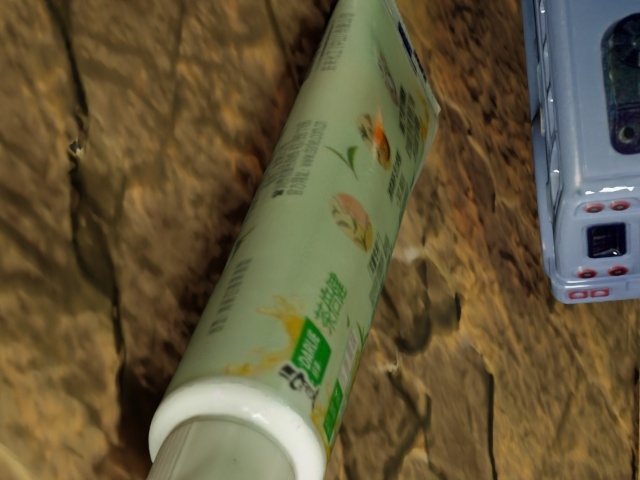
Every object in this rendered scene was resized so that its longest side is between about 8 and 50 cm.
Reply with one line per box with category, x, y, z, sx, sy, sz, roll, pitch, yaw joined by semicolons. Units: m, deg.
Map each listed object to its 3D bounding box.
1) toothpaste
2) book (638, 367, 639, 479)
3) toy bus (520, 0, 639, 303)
toothpaste;0.000;0.000;0.645;0.056;0.058;0.314;23;35;-1
book;0.185;0.199;0.927;0.170;0.018;0.242;50;35;-38
toy bus;0.144;-0.127;0.865;0.133;0.125;0.292;71;16;-65
